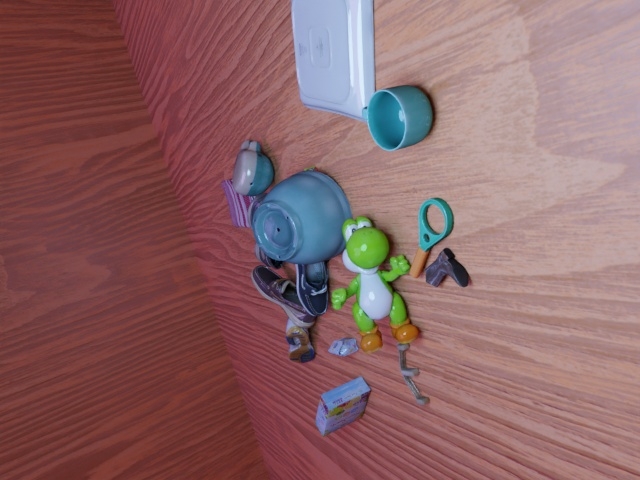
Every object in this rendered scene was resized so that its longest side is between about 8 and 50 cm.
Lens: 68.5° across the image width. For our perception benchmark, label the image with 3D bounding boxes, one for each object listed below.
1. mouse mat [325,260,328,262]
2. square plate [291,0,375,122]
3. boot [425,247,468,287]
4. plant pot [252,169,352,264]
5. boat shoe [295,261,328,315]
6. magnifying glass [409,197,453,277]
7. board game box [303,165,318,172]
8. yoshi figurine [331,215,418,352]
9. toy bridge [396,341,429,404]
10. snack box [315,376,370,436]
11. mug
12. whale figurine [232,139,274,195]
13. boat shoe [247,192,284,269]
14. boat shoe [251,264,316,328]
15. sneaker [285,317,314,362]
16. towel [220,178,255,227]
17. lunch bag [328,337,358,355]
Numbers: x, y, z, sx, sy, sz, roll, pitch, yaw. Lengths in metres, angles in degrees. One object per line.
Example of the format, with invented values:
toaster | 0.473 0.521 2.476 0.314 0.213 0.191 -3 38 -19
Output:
mouse mat | 0.000 0.000 1.621 0.152 0.007 0.189 63 153 14
square plate | 0.017 -0.495 1.210 0.344 0.049 0.347 32 135 50
boot | 0.291 0.088 1.101 0.114 0.037 0.106 116 142 -51
plant pot | -0.079 -0.049 1.417 0.293 0.196 0.293 15 116 34
boat shoe | -0.025 0.137 1.634 0.091 0.114 0.302 21 131 60
magnifying glass | 0.253 0.000 1.117 0.092 0.026 0.231 50 146 37
board game box | -0.045 -0.160 1.555 0.092 0.043 0.181 64 153 11
yoshi figurine | 0.140 0.111 1.256 0.203 0.204 0.362 -14 92 47
toy bridge | 0.260 0.383 1.370 0.063 0.026 0.188 -23 87 64
snack box | 0.078 0.599 1.691 0.070 0.175 0.207 53 150 37
mug | 0.170 -0.276 1.015 0.157 0.097 0.129 58 151 24
whale figurine | -0.257 -0.280 1.805 0.272 0.141 0.216 -108 36 -52
boat shoe | -0.189 -0.029 1.849 0.130 0.132 0.355 36 148 33
boat shoe | -0.139 0.197 1.871 0.342 0.123 0.123 43 134 23
sneaker | -0.084 0.406 1.974 0.296 0.112 0.131 90 178 -48
towel | -0.365 -0.171 2.156 0.329 0.037 0.237 4 112 61
lunch bag | 0.077 0.372 1.641 0.071 0.083 0.053 -14 95 64
